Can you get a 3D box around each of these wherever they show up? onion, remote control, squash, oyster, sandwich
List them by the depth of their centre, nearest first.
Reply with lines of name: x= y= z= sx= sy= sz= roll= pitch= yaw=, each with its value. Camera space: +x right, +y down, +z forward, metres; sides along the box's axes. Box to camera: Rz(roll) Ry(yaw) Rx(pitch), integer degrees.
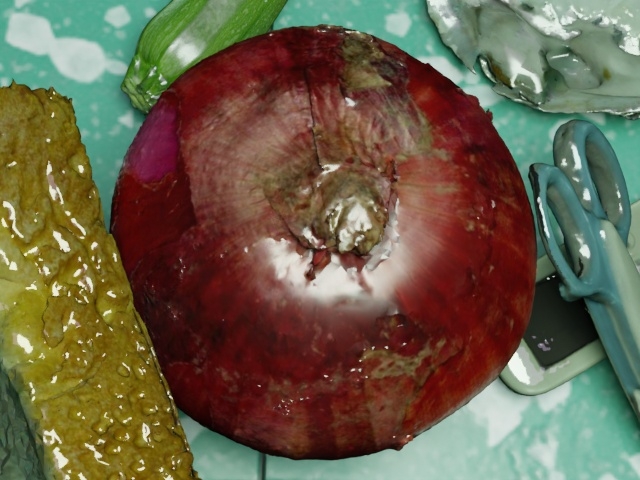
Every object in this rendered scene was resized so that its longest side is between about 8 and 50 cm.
sandwich: x=-0.207 y=0.090 z=0.695 sx=0.099 sy=0.271 sz=0.301 roll=-6 pitch=72 yaw=-50
onion: x=0.000 y=0.000 z=0.728 sx=0.276 sy=0.276 sz=0.276 roll=1 pitch=76 yaw=-4
remote control: x=0.251 y=0.011 z=0.851 sx=0.309 sy=0.038 sz=0.090 roll=-28 pitch=79 yaw=-10
squash: x=-0.069 y=-0.182 z=0.862 sx=0.077 sy=0.068 sz=0.219 roll=38 pitch=75 yaw=-10
oyster: x=0.211 y=-0.170 z=0.869 sx=0.252 sy=0.087 sz=0.199 roll=-11 pitch=86 yaw=1

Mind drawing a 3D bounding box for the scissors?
scissors: x=0.210 y=0.061 z=0.780 sx=0.138 sy=0.041 sz=0.289 roll=-47 pitch=117 yaw=-52
